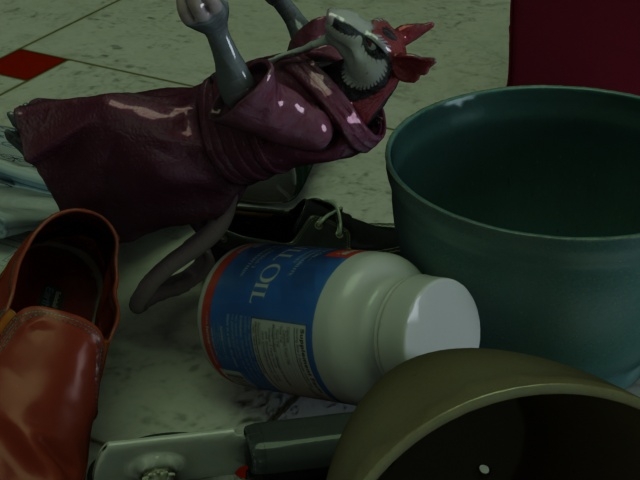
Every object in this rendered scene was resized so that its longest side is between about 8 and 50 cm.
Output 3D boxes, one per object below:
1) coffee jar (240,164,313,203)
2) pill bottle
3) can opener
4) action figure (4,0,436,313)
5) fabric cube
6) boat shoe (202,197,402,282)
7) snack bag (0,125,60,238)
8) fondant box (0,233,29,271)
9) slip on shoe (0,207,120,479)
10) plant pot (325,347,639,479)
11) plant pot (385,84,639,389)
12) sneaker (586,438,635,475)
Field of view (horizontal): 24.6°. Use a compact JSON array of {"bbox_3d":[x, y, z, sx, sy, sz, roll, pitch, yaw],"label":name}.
[{"bbox_3d":[-0.040,-0.112,1.606,0.096,0.079,0.184,5,30,18],"label":"coffee jar"},{"bbox_3d":[0.015,0.067,1.172,0.221,0.124,0.124,3,24,44],"label":"pill bottle"},{"bbox_3d":[-0.037,0.161,1.106,0.280,0.074,0.093,-4,28,-6],"label":"can opener"},{"bbox_3d":[-0.067,-0.083,1.189,0.370,0.276,0.248,-12,12,29],"label":"action figure"},{"bbox_3d":[0.397,-0.278,1.717,0.258,0.259,0.254,-21,35,-28],"label":"fabric cube"},{"bbox_3d":[0.000,0.000,1.402,0.233,0.079,0.084,-2,27,-5],"label":"boat shoe"},{"bbox_3d":[-0.317,-0.069,1.473,0.323,0.037,0.342,17,14,30],"label":"snack bag"},{"bbox_3d":[-0.379,0.092,1.223,0.238,0.096,0.330,14,31,24],"label":"fondant box"},{"bbox_3d":[-0.212,0.098,1.095,0.123,0.101,0.331,22,39,-14],"label":"slip on shoe"},{"bbox_3d":[0.104,0.174,0.944,0.256,0.257,0.274,-5,13,-7],"label":"plant pot"},{"bbox_3d":[0.200,0.013,1.244,0.293,0.196,0.293,-1,29,1],"label":"plant pot"},{"bbox_3d":[0.274,0.158,0.980,0.121,0.108,0.302,-28,10,-17],"label":"sneaker"}]
